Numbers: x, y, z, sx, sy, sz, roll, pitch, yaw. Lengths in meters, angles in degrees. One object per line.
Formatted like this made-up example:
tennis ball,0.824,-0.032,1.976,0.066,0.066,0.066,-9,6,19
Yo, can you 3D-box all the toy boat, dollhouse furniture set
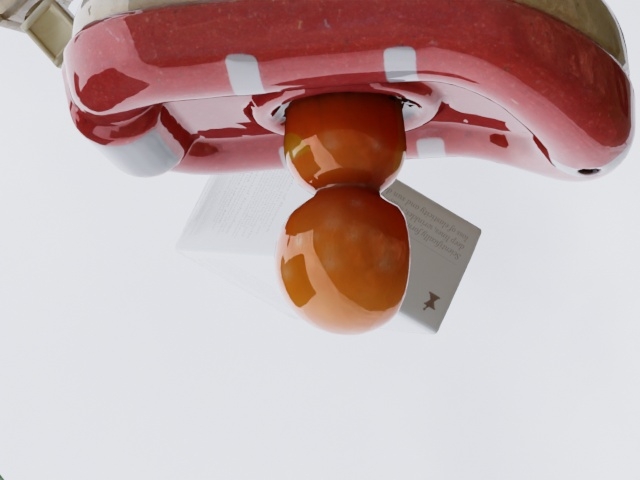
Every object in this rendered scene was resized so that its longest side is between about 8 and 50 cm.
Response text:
toy boat,0.013,-0.036,0.809,0.151,0.231,0.151,51,-144,-73
dollhouse furniture set,-0.312,-0.195,1.887,0.182,0.161,0.101,48,-168,13

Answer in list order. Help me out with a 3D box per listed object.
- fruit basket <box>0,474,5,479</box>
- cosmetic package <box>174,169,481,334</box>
fruit basket,-0.339,0.103,0.843,0.392,0.392,0.283,45,-111,-25
cosmetic package,0.000,0.000,1.371,0.117,0.231,0.085,30,-103,-23
